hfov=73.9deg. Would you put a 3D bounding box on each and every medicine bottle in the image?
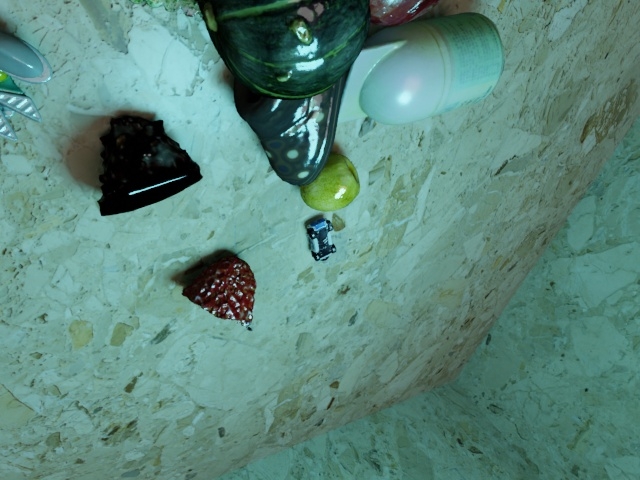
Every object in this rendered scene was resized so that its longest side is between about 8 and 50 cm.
[{"bbox_3d":[0.230,-0.421,1.073,0.406,0.236,0.236,-22,137,-22],"label":"medicine bottle"}]

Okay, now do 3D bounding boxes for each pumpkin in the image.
[{"bbox_3d":[-0.067,-0.382,0.670,0.241,0.323,0.323,-30,139,-8],"label":"pumpkin"}]

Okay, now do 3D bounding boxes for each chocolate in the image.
[{"bbox_3d":[-0.394,-0.176,0.923,0.224,0.206,0.177,-25,94,-32],"label":"chocolate"}]

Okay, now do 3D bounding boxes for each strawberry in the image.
[{"bbox_3d":[-0.267,0.137,1.241,0.234,0.233,0.178,30,85,-48],"label":"strawberry"}]

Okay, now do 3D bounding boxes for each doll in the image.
[{"bbox_3d":[-0.576,-0.259,0.665,0.258,0.153,0.195,19,99,-41],"label":"doll"}]

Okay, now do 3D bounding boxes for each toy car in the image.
[{"bbox_3d":[0.000,0.000,1.409,0.080,0.070,0.171,-26,136,-16],"label":"toy car"}]

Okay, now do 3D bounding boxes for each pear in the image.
[{"bbox_3d":[0.024,-0.160,1.216,0.177,0.178,0.178,-21,137,-21],"label":"pear"}]

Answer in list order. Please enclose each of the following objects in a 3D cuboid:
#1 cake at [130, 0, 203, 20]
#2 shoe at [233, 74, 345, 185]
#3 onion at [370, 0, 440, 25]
[{"bbox_3d":[-0.288,-0.483,0.771,0.225,0.090,0.110,6,126,-19],"label":"cake"},{"bbox_3d":[-0.085,-0.299,0.989,0.237,0.171,0.384,-13,132,-38],"label":"shoe"},{"bbox_3d":[0.129,-0.534,0.767,0.276,0.276,0.276,-21,137,-21],"label":"onion"}]
